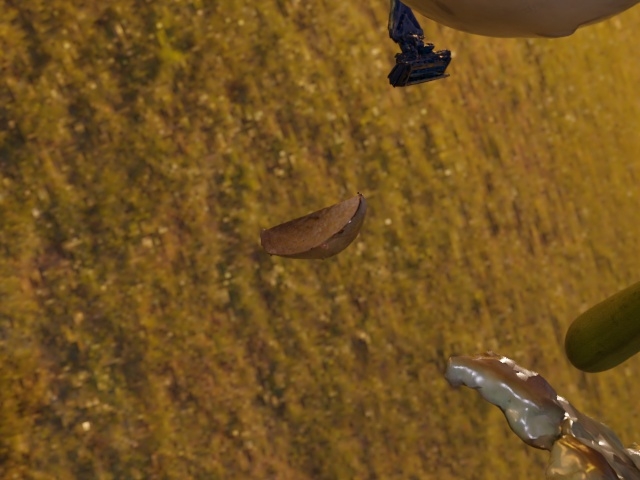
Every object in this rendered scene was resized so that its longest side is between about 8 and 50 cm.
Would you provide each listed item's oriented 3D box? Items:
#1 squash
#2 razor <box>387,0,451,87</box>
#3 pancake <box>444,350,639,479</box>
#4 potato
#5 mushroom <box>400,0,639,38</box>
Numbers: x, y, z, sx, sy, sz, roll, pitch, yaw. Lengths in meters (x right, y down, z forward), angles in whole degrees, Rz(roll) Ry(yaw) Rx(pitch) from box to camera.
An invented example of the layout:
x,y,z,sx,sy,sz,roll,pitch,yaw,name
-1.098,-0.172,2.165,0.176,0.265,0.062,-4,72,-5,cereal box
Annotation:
x,y,z,sx,sy,sz,roll,pitch,yaw,name
0.314,0.077,1.235,0.066,0.201,0.066,12,57,-19,squash
0.096,-0.302,1.097,0.093,0.056,0.324,-23,125,-54,razor
0.166,0.157,0.343,0.304,0.067,0.427,34,19,-4,pancake
0.000,0.001,0.914,0.036,0.093,0.037,40,42,-41,potato
0.176,-0.275,0.738,0.336,0.314,0.315,-9,81,-37,mushroom
